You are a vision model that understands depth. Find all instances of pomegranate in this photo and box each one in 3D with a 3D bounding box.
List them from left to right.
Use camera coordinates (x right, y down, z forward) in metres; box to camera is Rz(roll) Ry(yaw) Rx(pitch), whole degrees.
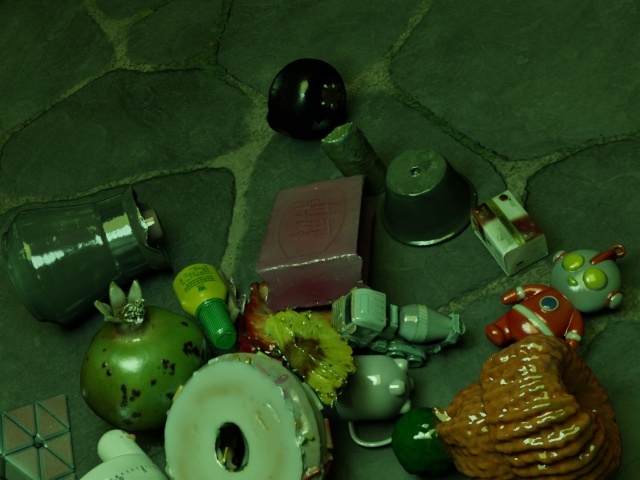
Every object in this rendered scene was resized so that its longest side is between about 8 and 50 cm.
[{"bbox_3d":[-0.370,0.251,1.817,0.291,0.323,0.290,13,34,-9],"label":"pomegranate"}]

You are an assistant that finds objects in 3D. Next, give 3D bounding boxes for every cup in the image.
[{"bbox_3d":[0.111,0.316,1.694,0.142,0.134,0.173,-4,55,18],"label":"cup"}]

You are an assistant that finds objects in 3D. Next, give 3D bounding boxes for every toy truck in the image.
[{"bbox_3d":[0.160,0.173,1.729,0.257,0.140,0.108,18,53,-21],"label":"toy truck"}]

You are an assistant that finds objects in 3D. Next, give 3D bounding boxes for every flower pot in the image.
[{"bbox_3d":[0.236,-0.119,1.952,0.235,0.148,0.235,-11,52,15],"label":"flower pot"}]

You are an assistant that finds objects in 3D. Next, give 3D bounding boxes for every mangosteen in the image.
[{"bbox_3d":[-0.044,-0.372,2.207,0.243,0.243,0.243,-10,53,14],"label":"mangosteen"}]

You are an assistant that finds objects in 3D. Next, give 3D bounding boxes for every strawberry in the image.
[{"bbox_3d":[-0.080,0.214,1.837,0.280,0.150,0.253,21,37,38],"label":"strawberry"}]

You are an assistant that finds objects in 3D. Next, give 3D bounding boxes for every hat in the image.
[{"bbox_3d":[0.326,0.367,1.523,0.400,0.285,0.285,-34,49,19],"label":"hat"}]

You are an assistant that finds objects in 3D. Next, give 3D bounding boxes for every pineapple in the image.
[{"bbox_3d":[0.002,0.216,1.639,0.233,0.135,0.079,47,118,28],"label":"pineapple"}]

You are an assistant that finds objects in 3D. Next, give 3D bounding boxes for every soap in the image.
[{"bbox_3d":[0.000,0.000,1.894,0.233,0.128,0.359,-10,31,12],"label":"soap"}]

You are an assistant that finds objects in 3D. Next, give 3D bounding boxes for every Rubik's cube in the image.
[{"bbox_3d":[-0.670,0.483,1.871,0.233,0.229,0.228,-1,91,-22],"label":"Rubik's cube"}]

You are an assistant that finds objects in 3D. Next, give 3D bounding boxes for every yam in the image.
[{"bbox_3d":[0.081,-0.203,2.007,0.106,0.259,0.106,-14,56,21],"label":"yam"}]

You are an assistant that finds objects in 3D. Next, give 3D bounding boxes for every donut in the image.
[{"bbox_3d":[-0.138,0.407,1.653,0.383,0.142,0.382,-5,81,32],"label":"donut"}]

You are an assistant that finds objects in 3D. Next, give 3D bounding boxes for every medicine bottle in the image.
[{"bbox_3d":[-0.251,0.144,1.864,0.111,0.076,0.309,-26,30,-9],"label":"medicine bottle"}]

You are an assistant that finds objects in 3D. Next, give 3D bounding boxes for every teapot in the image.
[{"bbox_3d":[-0.572,0.015,2.107,0.362,0.305,0.376,-21,22,-5],"label":"teapot"}]

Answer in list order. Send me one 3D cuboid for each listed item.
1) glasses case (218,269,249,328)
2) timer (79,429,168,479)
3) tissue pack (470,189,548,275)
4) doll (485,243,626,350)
[{"bbox_3d":[-0.213,0.145,1.963,0.102,0.070,0.193,-46,32,7],"label":"glasses case"},{"bbox_3d":[-0.421,0.525,1.685,0.233,0.233,0.240,-44,56,-12],"label":"timer"},{"bbox_3d":[0.414,-0.018,1.840,0.106,0.099,0.148,-29,51,-1],"label":"tissue pack"},{"bbox_3d":[0.498,0.119,1.706,0.336,0.105,0.200,-38,50,-7],"label":"doll"}]
